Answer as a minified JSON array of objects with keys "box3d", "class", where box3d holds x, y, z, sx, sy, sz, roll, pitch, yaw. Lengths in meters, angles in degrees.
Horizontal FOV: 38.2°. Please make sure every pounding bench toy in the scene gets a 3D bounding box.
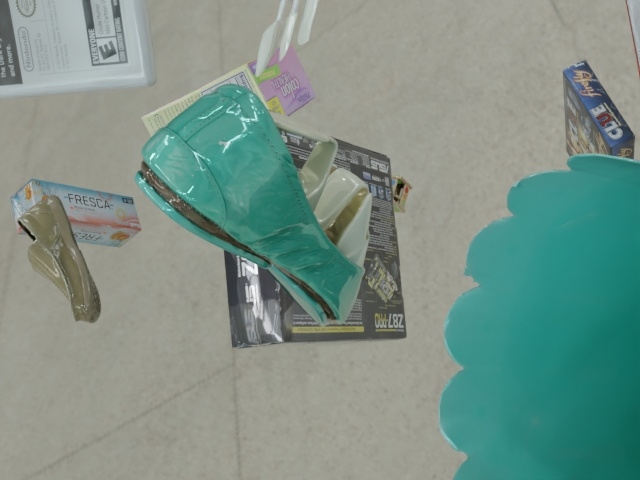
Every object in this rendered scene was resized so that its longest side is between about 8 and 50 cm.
[{"box3d":[0.138,-0.103,1.844,0.052,0.083,0.065,8,72,36],"class":"pounding bench toy"}]

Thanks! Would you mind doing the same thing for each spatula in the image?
[{"box3d":[-0.034,-0.366,1.343,0.168,0.019,0.242,-23,52,61],"class":"spatula"}]

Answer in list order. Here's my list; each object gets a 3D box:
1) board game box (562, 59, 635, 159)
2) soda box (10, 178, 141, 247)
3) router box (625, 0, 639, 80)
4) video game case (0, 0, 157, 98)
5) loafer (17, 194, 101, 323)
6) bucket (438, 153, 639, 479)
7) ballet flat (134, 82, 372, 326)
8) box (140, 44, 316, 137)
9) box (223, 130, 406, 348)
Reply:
[{"box3d":[0.454,-0.158,1.511,0.042,0.243,0.165,-24,59,4],"class":"board game box"},{"box3d":[-0.352,-0.037,1.339,0.058,0.183,0.063,-33,64,30],"class":"soda box"},{"box3d":[0.490,-0.291,0.968,0.335,0.301,0.082,-11,16,21],"class":"router box"},{"box3d":[-0.190,-0.177,0.526,0.173,0.190,0.022,-4,16,5],"class":"video game case"},{"box3d":[-0.254,0.023,0.898,0.050,0.056,0.148,-22,58,-13],"class":"loafer"},{"box3d":[0.214,0.088,0.530,0.281,0.183,0.281,-175,90,-66],"class":"bucket"},{"box3d":[-0.012,-0.014,0.528,0.087,0.247,0.083,-45,64,0],"class":"ballet flat"},{"box3d":[-0.165,-0.245,1.697,0.243,0.117,0.213,-20,13,26],"class":"box"},{"box3d":[0.000,0.000,1.401,0.097,0.395,0.318,-12,80,29],"class":"box"}]
